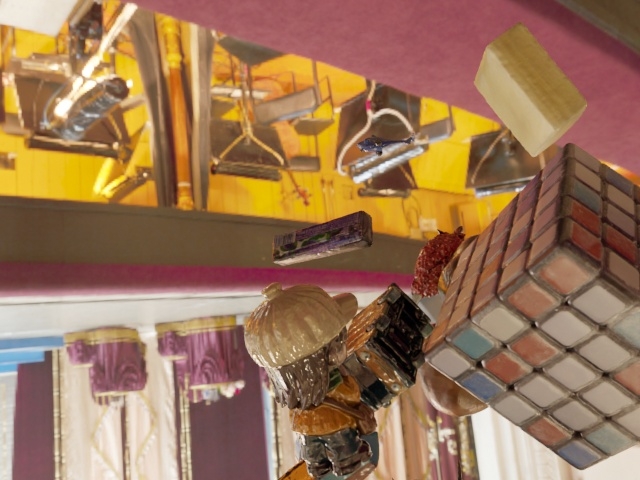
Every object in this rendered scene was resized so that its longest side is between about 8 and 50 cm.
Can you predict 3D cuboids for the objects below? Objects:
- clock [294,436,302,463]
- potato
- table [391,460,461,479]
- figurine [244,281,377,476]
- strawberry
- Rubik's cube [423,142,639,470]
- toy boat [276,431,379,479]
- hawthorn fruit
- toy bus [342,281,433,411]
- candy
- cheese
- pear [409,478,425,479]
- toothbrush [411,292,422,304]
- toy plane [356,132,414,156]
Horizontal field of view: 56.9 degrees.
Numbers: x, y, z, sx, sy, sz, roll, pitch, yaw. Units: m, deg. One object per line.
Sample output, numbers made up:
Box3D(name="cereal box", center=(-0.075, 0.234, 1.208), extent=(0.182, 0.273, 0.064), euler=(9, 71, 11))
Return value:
Box3D(name="clock", center=(0.036, 0.648, 1.833), extent=(0.231, 0.230, 0.083), euler=(-2, -174, -22))
Box3D(name="potato", center=(0.412, 0.124, 1.526), extent=(0.218, 0.202, 0.351), euler=(-47, -177, 29))
Box3D(name="table", center=(0.413, 0.964, 2.083), extent=(0.318, 0.317, 0.249), euler=(-6, -162, 0))
Box3D(name="figurine", center=(-0.020, 0.236, 1.017), extent=(0.185, 0.331, 0.205), euler=(-17, 163, 33))
Box3D(name="strawberry", center=(0.355, 0.073, 1.742), extent=(0.228, 0.174, 0.098), euler=(-33, -166, -15))
Box3D(name="Rubik's cube", center=(0.367, 0.091, 0.843), extent=(0.293, 0.292, 0.287), euler=(-53, -178, 41))
Box3D(name="toy boat", center=(-0.007, 0.542, 1.355), extent=(0.080, 0.136, 0.392), euler=(31, 127, -20))
Box3D(name="hawthorn fruit", center=(0.411, 0.389, 1.736), extent=(0.268, 0.300, 0.267), euler=(-12, -169, 3))
Box3D(name="toy bus", center=(0.150, 0.260, 1.456), extent=(0.194, 0.162, 0.323), euler=(-43, -177, 25))
Box3D(name="candy", center=(0.000, 0.000, 1.615), extent=(0.313, 0.088, 0.061), euler=(-15, 150, 33))
Box3D(name="cheese", center=(0.518, -0.368, 1.478), extent=(0.124, 0.265, 0.242), euler=(-36, 170, 4))
Box3D(name="pear", center=(0.237, 0.732, 1.522), extent=(0.213, 0.212, 0.269), euler=(-2, 150, -23))
Box3D(name="toothbrush", center=(0.241, 0.257, 1.746), extent=(0.025, 0.275, 0.019), euler=(21, -145, 4))
Box3D(name="toy plane", center=(0.187, -0.284, 1.705), extent=(0.167, 0.062, 0.054), euler=(-3, 144, 9))
